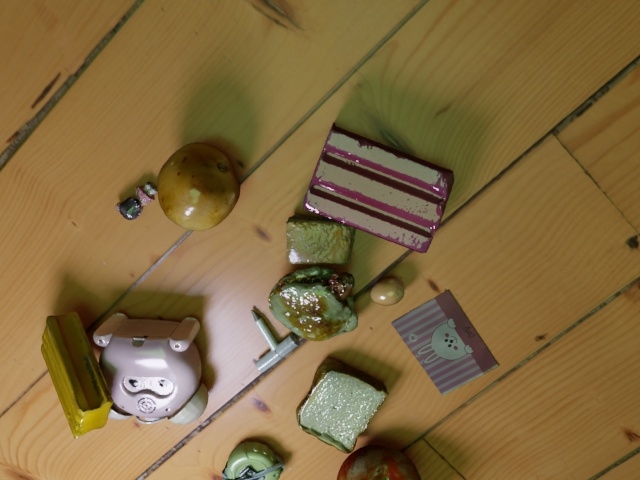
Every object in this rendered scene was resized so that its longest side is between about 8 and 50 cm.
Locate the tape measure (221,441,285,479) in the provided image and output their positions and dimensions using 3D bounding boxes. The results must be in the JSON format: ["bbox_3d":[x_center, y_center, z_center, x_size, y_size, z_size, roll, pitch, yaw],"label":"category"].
[{"bbox_3d":[-0.222,0.745,1.740,0.200,0.106,0.175,-36,104,11],"label":"tape measure"}]

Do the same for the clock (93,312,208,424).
[{"bbox_3d":[-0.514,0.402,1.631,0.342,0.184,0.325,5,111,8],"label":"clock"}]

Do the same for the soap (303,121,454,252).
[{"bbox_3d":[0.157,-0.140,1.438,0.360,0.128,0.232,21,108,-2],"label":"soap"}]

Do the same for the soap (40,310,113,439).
[{"bbox_3d":[-0.711,0.386,1.558,0.324,0.096,0.204,56,137,23],"label":"soap"}]

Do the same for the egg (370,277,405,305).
[{"bbox_3d":[0.192,0.150,1.549,0.096,0.080,0.080,-29,103,24],"label":"egg"}]

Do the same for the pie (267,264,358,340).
[{"bbox_3d":[-0.022,0.188,1.542,0.257,0.105,0.274,-4,129,7],"label":"pie"}]

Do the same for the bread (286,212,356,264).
[{"bbox_3d":[0.000,0.000,1.505,0.196,0.102,0.138,6,109,1],"label":"bread"}]

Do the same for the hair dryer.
[{"bbox_3d":[-0.179,0.293,1.641,0.155,0.044,0.183,-41,95,13],"label":"hair dryer"}]

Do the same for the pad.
[{"bbox_3d":[0.377,0.315,1.623,0.202,0.005,0.299,-32,102,12],"label":"pad"}]

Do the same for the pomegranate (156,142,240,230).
[{"bbox_3d":[-0.323,-0.139,1.427,0.233,0.233,0.233,1,107,4],"label":"pomegranate"}]

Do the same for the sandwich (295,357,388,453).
[{"bbox_3d":[0.058,0.508,1.660,0.226,0.087,0.251,25,104,-5],"label":"sandwich"}]

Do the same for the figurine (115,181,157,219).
[{"bbox_3d":[-0.526,-0.115,1.531,0.072,0.054,0.129,45,102,-5],"label":"figurine"}]

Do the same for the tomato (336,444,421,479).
[{"bbox_3d":[0.174,0.777,1.654,0.270,0.270,0.222,16,140,-1],"label":"tomato"}]
